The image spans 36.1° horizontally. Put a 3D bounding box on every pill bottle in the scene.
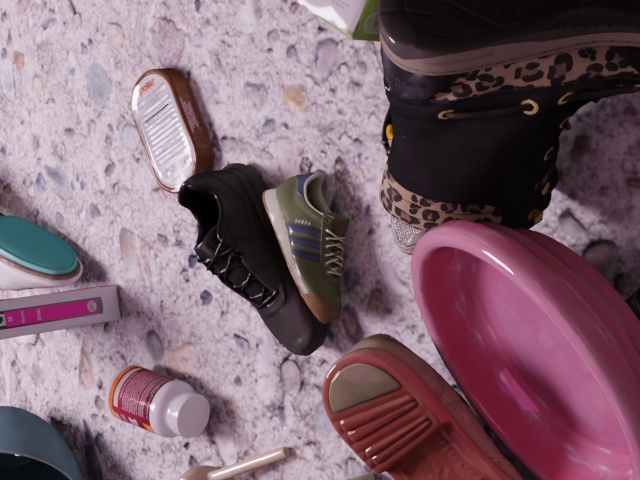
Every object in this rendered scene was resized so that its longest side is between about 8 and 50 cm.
[{"bbox_3d":[-0.238,0.240,1.445,0.152,0.086,0.086,11,103,39],"label":"pill bottle"}]

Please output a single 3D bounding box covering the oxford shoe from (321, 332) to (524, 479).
[{"bbox_3d":[0.167,0.263,1.093,0.140,0.146,0.397,-34,92,24],"label":"oxford shoe"}]

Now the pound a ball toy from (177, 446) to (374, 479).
[{"bbox_3d":[-0.071,0.377,1.293,0.319,0.136,0.208,-28,78,38],"label":"pound a ball toy"}]

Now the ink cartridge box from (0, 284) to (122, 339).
[{"bbox_3d":[-0.495,0.121,1.458,0.176,0.371,0.069,-8,91,39],"label":"ink cartridge box"}]

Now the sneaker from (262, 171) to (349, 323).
[{"bbox_3d":[0.000,0.000,1.216,0.086,0.064,0.192,-30,70,17],"label":"sneaker"}]

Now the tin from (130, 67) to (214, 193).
[{"bbox_3d":[-0.214,-0.157,1.403,0.106,0.040,0.189,-29,78,34],"label":"tin"}]

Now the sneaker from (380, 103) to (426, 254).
[{"bbox_3d":[0.102,-0.095,1.109,0.088,0.093,0.225,9,103,39],"label":"sneaker"}]

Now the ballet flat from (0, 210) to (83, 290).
[{"bbox_3d":[-0.564,0.005,1.621,0.400,0.139,0.139,28,114,14],"label":"ballet flat"}]

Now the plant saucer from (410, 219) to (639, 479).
[{"bbox_3d":[0.220,0.114,0.959,0.332,0.084,0.332,51,162,23],"label":"plant saucer"}]

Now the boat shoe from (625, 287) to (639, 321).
[{"bbox_3d":[0.393,0.175,0.904,0.119,0.121,0.335,-45,57,43],"label":"boat shoe"}]

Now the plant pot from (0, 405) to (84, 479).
[{"bbox_3d":[-0.531,0.389,1.621,0.195,0.290,0.290,-110,39,-57],"label":"plant pot"}]

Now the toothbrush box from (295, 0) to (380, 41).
[{"bbox_3d":[0.069,-0.293,0.983,0.206,0.283,0.122,41,119,29],"label":"toothbrush box"}]

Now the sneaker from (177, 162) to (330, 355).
[{"bbox_3d":[-0.095,0.030,1.268,0.109,0.130,0.286,-45,69,32],"label":"sneaker"}]

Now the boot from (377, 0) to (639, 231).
[{"bbox_3d":[0.230,-0.135,0.934,0.284,0.377,0.138,94,165,-56],"label":"boot"}]
